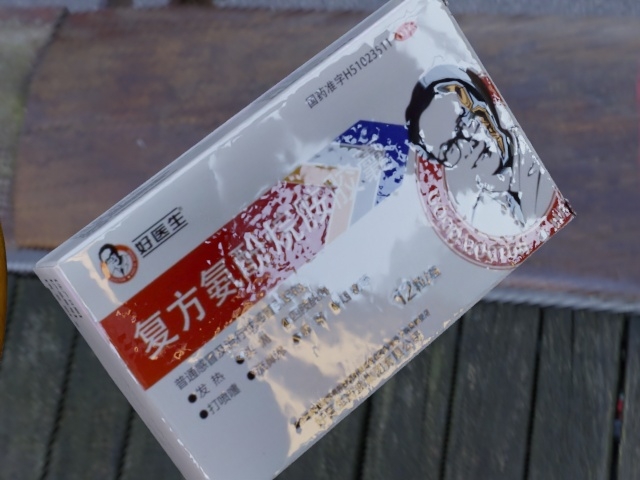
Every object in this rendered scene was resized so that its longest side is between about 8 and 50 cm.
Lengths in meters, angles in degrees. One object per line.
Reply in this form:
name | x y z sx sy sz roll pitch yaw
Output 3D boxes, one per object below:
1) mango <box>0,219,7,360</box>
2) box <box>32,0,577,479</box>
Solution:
mango | -0.229 0.073 0.541 0.199 0.201 0.350 19 49 -2
box | 0.000 0.000 1.111 0.353 0.069 0.214 -40 105 -23
